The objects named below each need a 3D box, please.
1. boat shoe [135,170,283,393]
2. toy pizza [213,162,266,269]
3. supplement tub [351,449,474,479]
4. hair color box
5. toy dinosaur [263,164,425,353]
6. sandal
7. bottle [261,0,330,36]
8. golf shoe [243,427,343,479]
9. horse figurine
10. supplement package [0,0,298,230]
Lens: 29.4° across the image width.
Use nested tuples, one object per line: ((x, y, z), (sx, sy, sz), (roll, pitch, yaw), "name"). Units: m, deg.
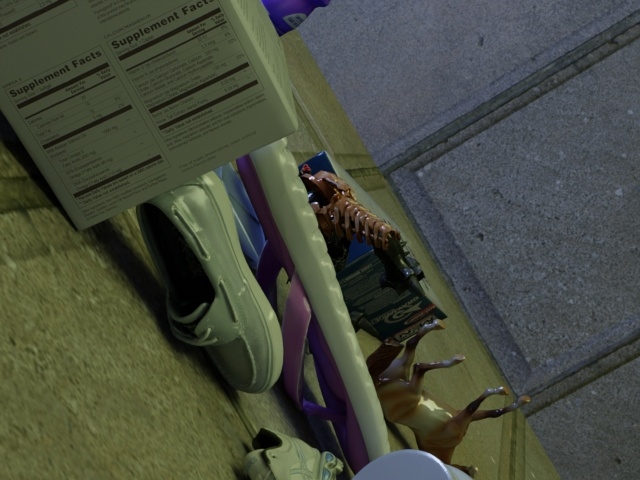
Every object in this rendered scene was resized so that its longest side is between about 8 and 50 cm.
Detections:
((-0.101, 0.045, 1.030), (0.081, 0.079, 0.228), (-44, 125, -44), "boat shoe")
((-0.121, -0.054, 1.325), (0.201, 0.032, 0.201), (58, 12, -19), "toy pizza")
((0.112, 0.297, 1.133), (0.200, 0.144, 0.144), (51, 13, -38), "supplement tub")
((0.059, 0.022, 1.766), (0.174, 0.105, 0.347), (65, 12, 27), "hair color box")
((0.000, 0.000, 1.375), (0.218, 0.164, 0.322), (57, 3, -14), "toy dinosaur")
((-0.033, 0.066, 1.236), (0.169, 0.102, 0.417), (-146, -143, -81), "sandal")
((-0.075, -0.297, 1.532), (0.092, 0.282, 0.118), (60, 9, 6), "bottle")
((-0.032, 0.210, 0.976), (0.086, 0.069, 0.176), (37, 12, -9), "golf shoe")
((0.144, 0.207, 1.579), (0.263, 0.174, 0.066), (40, 26, -24), "horse figurine")
((-0.165, -0.192, 0.964), (0.199, 0.198, 0.263), (-101, 165, -61), "supplement package")
